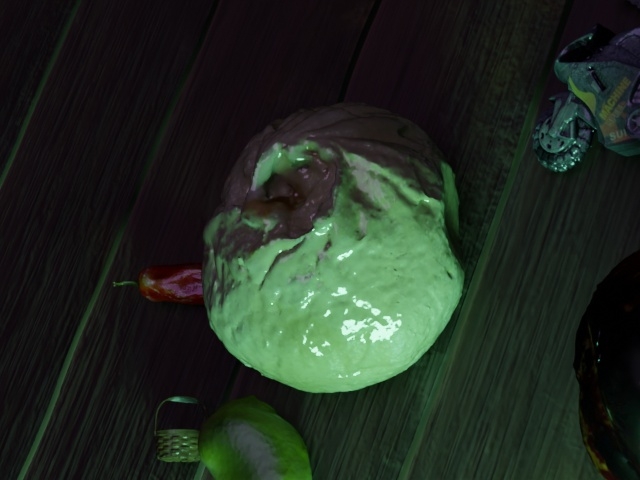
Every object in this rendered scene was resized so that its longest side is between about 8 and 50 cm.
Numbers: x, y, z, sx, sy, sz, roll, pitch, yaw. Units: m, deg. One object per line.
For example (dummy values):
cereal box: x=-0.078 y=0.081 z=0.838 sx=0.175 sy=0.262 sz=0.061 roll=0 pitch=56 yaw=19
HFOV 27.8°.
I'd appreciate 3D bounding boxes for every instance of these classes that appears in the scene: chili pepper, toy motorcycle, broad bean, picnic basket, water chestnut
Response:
chili pepper: x=-0.191 y=0.058 z=1.763 sx=0.191 sy=0.050 sz=0.059 roll=1 pitch=67 yaw=19
toy motorcycle: x=0.369 y=-0.180 z=1.476 sx=0.307 sy=0.108 sz=0.173 roll=-12 pitch=71 yaw=42
broad bean: x=-0.078 y=0.270 z=1.588 sx=0.174 sy=0.082 sz=0.124 roll=43 pitch=95 yaw=27
picnic basket: x=-0.178 y=0.241 z=1.662 sx=0.072 sy=0.072 sz=0.083 roll=-7 pitch=75 yaw=29
water chestnut: x=0.376 y=0.133 z=1.262 sx=0.244 sy=0.289 sz=0.289 roll=4 pitch=68 yaw=-1

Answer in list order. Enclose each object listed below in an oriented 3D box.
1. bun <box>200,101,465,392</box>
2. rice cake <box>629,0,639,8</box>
bun: x=0.000 y=0.000 z=1.560 sx=0.352 sy=0.227 sz=0.349 roll=-40 pitch=56 yaw=13
rice cake: x=0.460 y=-0.261 z=1.502 sx=0.270 sy=0.049 sz=0.055 roll=28 pitch=108 yaw=37
